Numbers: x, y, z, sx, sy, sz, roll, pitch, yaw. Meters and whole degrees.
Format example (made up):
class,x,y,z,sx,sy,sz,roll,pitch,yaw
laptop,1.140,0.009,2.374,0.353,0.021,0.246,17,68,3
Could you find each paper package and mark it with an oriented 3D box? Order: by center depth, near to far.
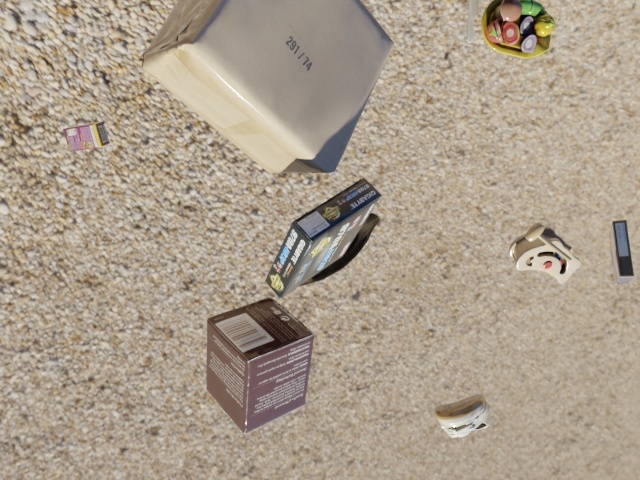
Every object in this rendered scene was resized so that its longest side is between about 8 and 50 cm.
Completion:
class,x,y,z,sx,sy,sz,roll,pitch,yaw
paper package,-0.072,-0.312,0.979,0.325,0.168,0.309,39,69,-37

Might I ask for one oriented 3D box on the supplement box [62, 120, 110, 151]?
class,x,y,z,sx,sy,sz,roll,pitch,yaw
supplement box,-0.531,-0.236,1.346,0.083,0.043,0.054,-6,109,11

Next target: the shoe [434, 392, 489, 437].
class,x,y,z,sx,sy,sz,roll,pitch,yaw
shoe,0.238,0.284,0.953,0.077,0.058,0.219,-21,162,19

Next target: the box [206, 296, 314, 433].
class,x,y,z,sx,sy,sz,roll,pitch,yaw
box,-0.135,0.264,1.281,0.167,0.168,0.203,-17,127,-36

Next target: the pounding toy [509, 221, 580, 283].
class,x,y,z,sx,sy,sz,roll,pitch,yaw
pounding toy,0.696,0.062,1.846,0.270,0.154,0.154,34,118,-28

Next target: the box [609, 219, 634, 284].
class,x,y,z,sx,sy,sz,roll,pitch,yaw
box,0.749,0.034,1.479,0.225,0.037,0.136,21,64,-66

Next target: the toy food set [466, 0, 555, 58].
class,x,y,z,sx,sy,sz,roll,pitch,yaw
toy food set,0.438,-0.487,1.327,0.218,0.071,0.128,7,96,-14

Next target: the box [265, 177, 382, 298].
class,x,y,z,sx,sy,sz,roll,pitch,yaw
box,0.000,0.000,1.070,0.175,0.051,0.220,-33,165,-33

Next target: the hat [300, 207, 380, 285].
class,x,y,z,sx,sy,sz,roll,pitch,yaw
hat,-0.005,-0.011,1.617,0.331,0.331,0.134,-43,106,-7
